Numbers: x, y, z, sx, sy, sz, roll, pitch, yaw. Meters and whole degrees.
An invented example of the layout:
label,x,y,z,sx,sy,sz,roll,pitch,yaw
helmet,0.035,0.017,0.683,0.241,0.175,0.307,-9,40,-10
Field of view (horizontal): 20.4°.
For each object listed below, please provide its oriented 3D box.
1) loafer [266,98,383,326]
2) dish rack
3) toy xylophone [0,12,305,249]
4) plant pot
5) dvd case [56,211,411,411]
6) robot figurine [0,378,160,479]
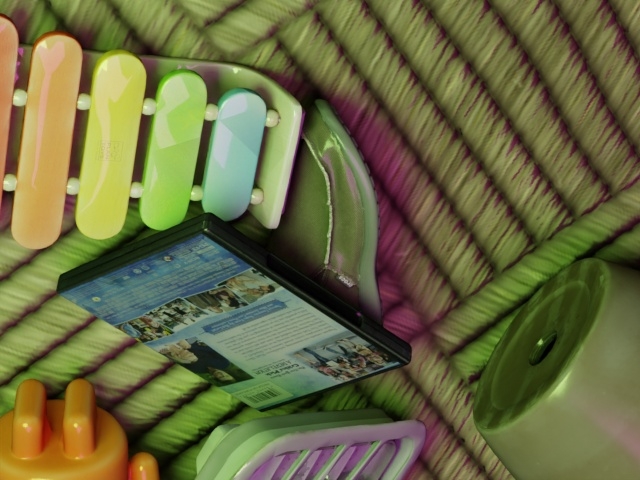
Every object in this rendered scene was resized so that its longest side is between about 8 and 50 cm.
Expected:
label,x,y,z,sx,sy,sz,roll,pitch,yaw
loafer,0.000,0.000,1.501,0.087,0.094,0.251,-13,123,-10
dish rack,-0.070,0.276,1.596,0.285,0.072,0.333,2,124,-56
toy xylophone,-0.174,-0.109,1.398,0.322,0.081,0.236,-4,119,-14
plant pot,0.299,0.171,1.589,0.280,0.323,0.323,34,105,-13
dvd case,-0.070,0.066,1.490,0.180,0.022,0.253,-22,138,37
robot figurine,-0.227,0.228,1.544,0.158,0.128,0.219,-21,127,-39
